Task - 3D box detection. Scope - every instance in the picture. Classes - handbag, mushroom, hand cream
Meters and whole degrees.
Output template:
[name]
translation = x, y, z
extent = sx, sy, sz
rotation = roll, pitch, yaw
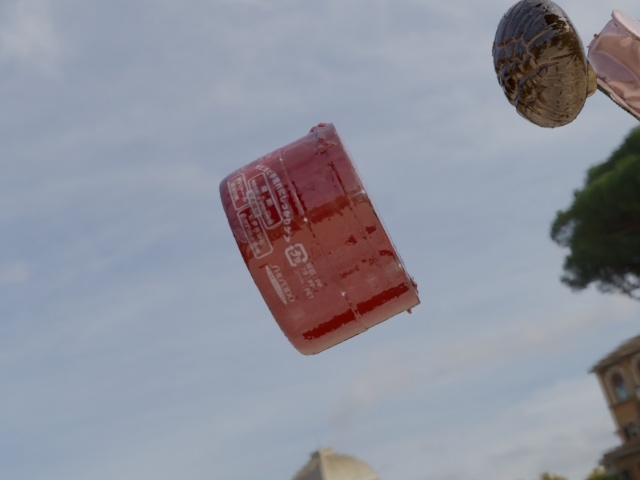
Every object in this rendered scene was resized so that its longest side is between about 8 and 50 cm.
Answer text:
[handbag]
translation = 0.498, -0.256, 1.697
extent = 0.205, 0.179, 0.116
rotation = 26, -65, -18
[mushroom]
translation = 0.204, -0.164, 1.026
extent = 0.085, 0.126, 0.109
rotation = -36, -52, 5
[hand cream]
translation = 0.000, 0.000, 1.014
extent = 0.125, 0.193, 0.193
rotation = -25, -23, 6
